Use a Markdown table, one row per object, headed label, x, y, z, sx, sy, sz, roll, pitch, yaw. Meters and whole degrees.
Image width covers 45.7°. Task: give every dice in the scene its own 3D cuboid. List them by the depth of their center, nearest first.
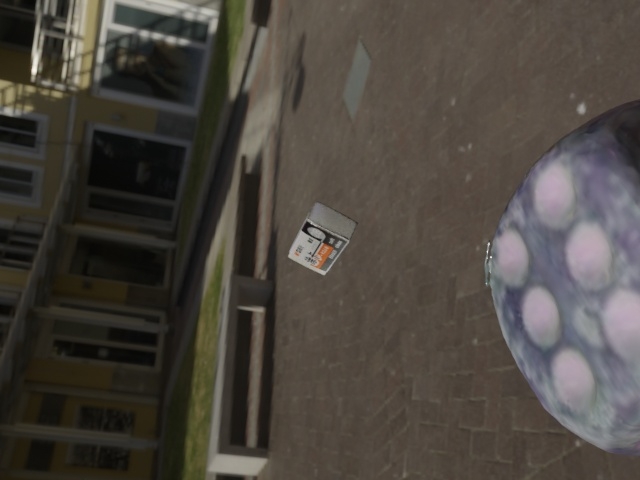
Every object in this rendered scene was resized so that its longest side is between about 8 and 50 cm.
| label | x | y | z | sx | sy | sz | roll | pitch | yaw |
| --- | --- | --- | --- | --- | --- | --- | --- | --- | --- |
| dice | 0.351 | 0.035 | 0.748 | 0.270 | 0.272 | 0.270 | 108 | 150 | -50 |

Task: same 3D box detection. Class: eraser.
| label | x | y | z | sx | sy | sz | roll | pitch | yaw |
| --- | --- | --- | --- | --- | --- | --- | --- | --- | --- |
| eraser | 0.000 | 0.000 | 0.835 | 0.029 | 0.052 | 0.122 | -63 | 1 | -23 |
